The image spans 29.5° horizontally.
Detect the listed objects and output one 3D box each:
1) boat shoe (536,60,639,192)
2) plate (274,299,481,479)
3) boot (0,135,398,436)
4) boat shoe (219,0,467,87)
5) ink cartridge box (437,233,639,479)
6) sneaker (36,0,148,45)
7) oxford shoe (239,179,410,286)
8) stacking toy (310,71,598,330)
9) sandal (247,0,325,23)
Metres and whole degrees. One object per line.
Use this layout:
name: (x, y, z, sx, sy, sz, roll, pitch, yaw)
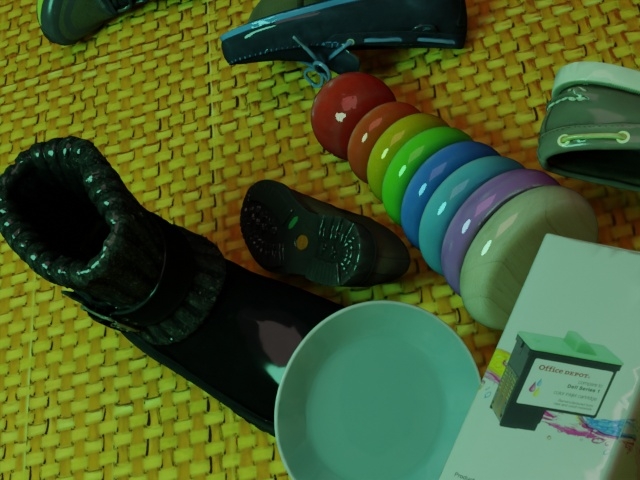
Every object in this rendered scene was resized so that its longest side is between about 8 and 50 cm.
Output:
boat shoe: (0.336, -0.066, 1.026, 0.305, 0.109, 0.091, 16, 72, 15)
plate: (0.049, 0.144, 1.022, 0.188, 0.188, 0.024, -48, 13, -12)
boot: (-0.106, 0.048, 1.060, 0.348, 0.260, 0.131, 16, 67, 29)
boat shoe: (0.027, -0.206, 1.255, 0.258, 0.089, 0.109, -11, 11, 7)
ink cartridge box: (0.187, 0.165, 0.908, 0.117, 0.201, 0.278, 16, 66, 29)
sneaker: (-0.202, -0.326, 1.435, 0.300, 0.111, 0.121, -38, 58, -2)
oxford shoe: (0.000, 0.000, 1.170, 0.227, 0.096, 0.083, 29, 106, 50)
stacking toy: (0.103, -0.060, 1.144, 0.141, 0.141, 0.330, -40, 47, -6)
sandal: (0.036, -0.317, 1.340, 0.303, 0.086, 0.120, -40, 53, 0)
